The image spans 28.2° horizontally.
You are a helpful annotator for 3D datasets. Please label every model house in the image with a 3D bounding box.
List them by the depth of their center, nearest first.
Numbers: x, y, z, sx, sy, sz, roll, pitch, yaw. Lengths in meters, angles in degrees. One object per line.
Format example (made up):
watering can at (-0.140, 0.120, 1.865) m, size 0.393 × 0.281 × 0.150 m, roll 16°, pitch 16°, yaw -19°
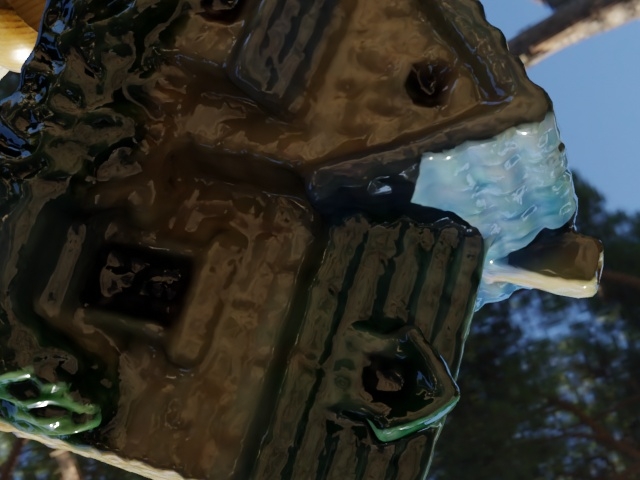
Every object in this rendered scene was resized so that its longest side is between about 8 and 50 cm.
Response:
model house at (0.000, 0.000, 0.969) m, size 0.395 × 0.400 × 0.445 m, roll 63°, pitch -134°, yaw -67°

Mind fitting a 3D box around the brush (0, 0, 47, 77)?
brush at (-0.364, -0.263, 1.445) m, size 0.174 × 0.166 × 0.266 m, roll 59°, pitch -156°, yaw -10°
